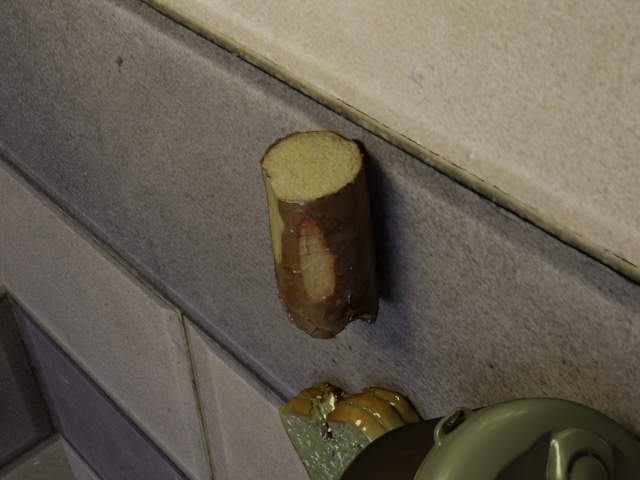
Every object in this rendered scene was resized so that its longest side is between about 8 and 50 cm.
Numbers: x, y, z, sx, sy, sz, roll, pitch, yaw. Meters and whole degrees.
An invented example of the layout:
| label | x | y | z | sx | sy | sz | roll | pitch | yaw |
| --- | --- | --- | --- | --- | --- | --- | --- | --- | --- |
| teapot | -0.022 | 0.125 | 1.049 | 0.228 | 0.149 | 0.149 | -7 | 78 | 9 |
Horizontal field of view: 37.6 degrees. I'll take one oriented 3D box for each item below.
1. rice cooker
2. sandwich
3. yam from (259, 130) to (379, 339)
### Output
| label | x | y | z | sx | sy | sz | roll | pitch | yaw |
| --- | --- | --- | --- | --- | --- | --- | --- | --- | --- |
| rice cooker | 0.189 | 0.332 | 0.958 | 0.335 | 0.335 | 0.325 | 57 | 150 | 1 |
| sandwich | 0.070 | 0.323 | 1.350 | 0.273 | 0.095 | 0.248 | -8 | 108 | 59 |
| yam | 0.002 | 0.000 | 1.112 | 0.128 | 0.129 | 0.238 | 3 | 129 | 13 |
